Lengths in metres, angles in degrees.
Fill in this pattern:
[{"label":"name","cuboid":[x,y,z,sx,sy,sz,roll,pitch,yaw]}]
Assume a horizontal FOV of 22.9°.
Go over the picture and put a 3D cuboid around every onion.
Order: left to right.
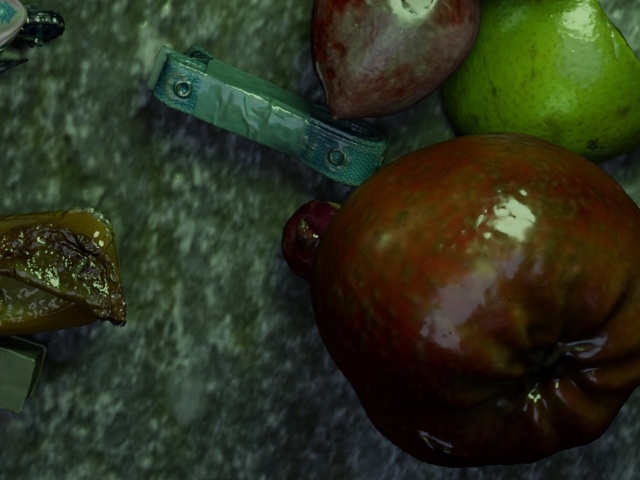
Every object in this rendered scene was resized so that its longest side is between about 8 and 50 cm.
[{"label":"onion","cuboid":[0.000,0.000,1.941,0.107,0.097,0.107,-12,69,34]}]

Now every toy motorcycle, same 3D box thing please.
[{"label":"toy motorcycle","cuboid":[-0.440,-0.251,1.859,0.239,0.204,0.108,-25,84,5]}]

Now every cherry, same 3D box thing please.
[{"label":"cherry","cuboid":[0.075,-0.242,1.820,0.192,0.175,0.249,32,76,-16]}]

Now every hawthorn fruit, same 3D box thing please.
[{"label":"hawthorn fruit","cuboid":[0.184,0.052,1.802,0.403,0.403,0.402,1,104,4]}]

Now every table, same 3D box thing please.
[{"label":"table","cuboid":[-0.390,0.165,2.013,0.062,0.083,0.079,19,105,0]}]

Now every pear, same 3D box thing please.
[{"label":"pear","cuboid":[0.254,-0.188,1.867,0.239,0.139,0.288,-34,98,19]}]

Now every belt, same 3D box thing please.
[{"label":"belt","cuboid":[-0.063,-0.152,1.917,0.302,0.087,0.072,24,116,-1]}]

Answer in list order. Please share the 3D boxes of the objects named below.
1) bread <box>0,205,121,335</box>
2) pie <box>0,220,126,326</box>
[{"label":"bread","cuboid":[-0.389,0.039,1.968,0.288,0.119,0.152,-5,99,5]},{"label":"pie","cuboid":[-0.305,0.030,1.885,0.191,0.033,0.088,24,87,-1]}]
